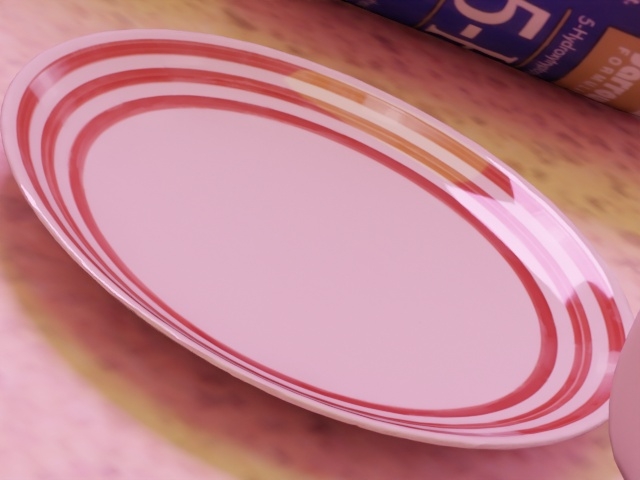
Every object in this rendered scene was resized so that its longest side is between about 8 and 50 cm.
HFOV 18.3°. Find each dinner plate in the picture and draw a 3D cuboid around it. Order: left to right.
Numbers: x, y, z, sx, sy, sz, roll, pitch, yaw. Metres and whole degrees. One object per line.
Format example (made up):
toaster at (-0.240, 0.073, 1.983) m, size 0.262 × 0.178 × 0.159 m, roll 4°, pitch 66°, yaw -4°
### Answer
dinner plate at (0.000, 0.000, 0.410) m, size 0.141 × 0.017 × 0.141 m, roll 19°, pitch 28°, yaw -10°

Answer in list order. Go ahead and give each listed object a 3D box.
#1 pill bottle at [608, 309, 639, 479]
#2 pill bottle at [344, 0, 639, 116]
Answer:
pill bottle at (0.131, 0.078, 0.268) m, size 0.121 × 0.121 × 0.216 m, roll 7°, pitch 33°, yaw -32°
pill bottle at (0.080, -0.096, 0.542) m, size 0.187 × 0.112 × 0.112 m, roll 20°, pitch 28°, yaw -9°
